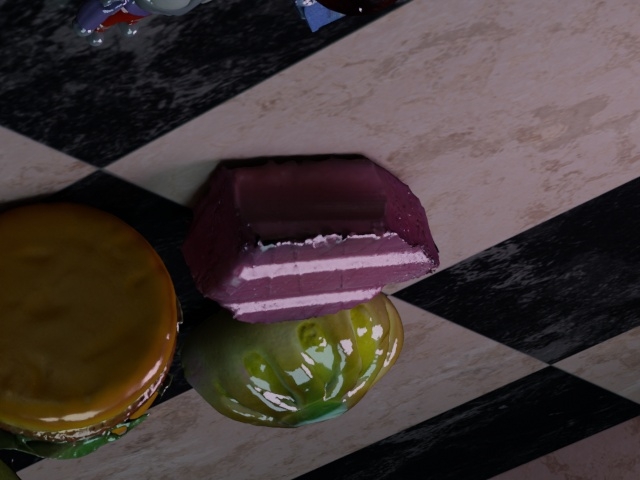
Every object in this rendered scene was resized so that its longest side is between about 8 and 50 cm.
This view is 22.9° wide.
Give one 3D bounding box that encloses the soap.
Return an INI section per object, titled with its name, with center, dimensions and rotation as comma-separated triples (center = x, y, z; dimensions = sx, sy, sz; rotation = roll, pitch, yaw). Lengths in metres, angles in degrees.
[soap]
center = 0.000, 0.000, 1.638
dimensions = 0.289, 0.112, 0.182
rotation = -3, 155, -34

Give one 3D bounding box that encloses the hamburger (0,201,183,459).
[hamburger]
center = -0.253, 0.092, 1.500
dimensions = 0.246, 0.246, 0.170
rotation = -14, 160, -13

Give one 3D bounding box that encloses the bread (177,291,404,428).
[bread]
center = -0.036, 0.128, 1.871
dimensions = 0.261, 0.158, 0.156
rotation = -24, 155, 7

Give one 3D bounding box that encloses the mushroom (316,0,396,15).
[mushroom]
center = 0.040, -0.201, 1.073
dimensions = 0.123, 0.052, 0.123
rotation = -36, 160, -15

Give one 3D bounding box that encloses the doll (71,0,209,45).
[doll]
center = -0.106, -0.198, 1.121
dimensions = 0.102, 0.075, 0.227
rotation = -24, 177, -38

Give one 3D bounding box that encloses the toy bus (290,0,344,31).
[toy bus]
center = 0.001, -0.241, 1.108
dimensions = 0.094, 0.079, 0.236
rotation = -32, 161, -12

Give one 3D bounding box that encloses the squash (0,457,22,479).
[squash]
center = -0.496, 0.333, 1.846
dimensions = 0.263, 0.263, 0.384
rotation = -19, 159, 1
